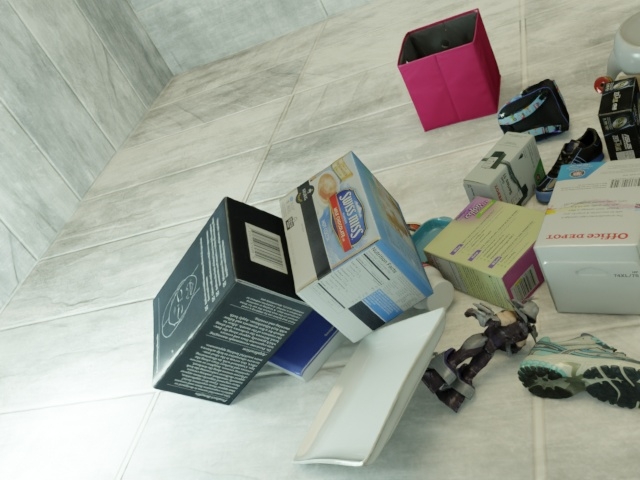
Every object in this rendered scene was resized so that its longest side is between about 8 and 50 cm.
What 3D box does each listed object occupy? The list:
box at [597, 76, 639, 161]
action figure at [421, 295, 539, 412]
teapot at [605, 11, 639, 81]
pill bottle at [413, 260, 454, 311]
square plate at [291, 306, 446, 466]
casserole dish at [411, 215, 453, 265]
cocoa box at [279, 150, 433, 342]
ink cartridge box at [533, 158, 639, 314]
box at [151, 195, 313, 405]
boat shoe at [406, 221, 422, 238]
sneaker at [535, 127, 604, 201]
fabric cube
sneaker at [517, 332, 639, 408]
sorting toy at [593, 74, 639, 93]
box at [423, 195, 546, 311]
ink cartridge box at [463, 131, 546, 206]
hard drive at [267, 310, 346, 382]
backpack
[{"bbox_3d":[0.751,-0.283,1.716,0.078,0.180,0.147,-6,39,34],"label":"box"},{"bbox_3d":[0.328,0.206,1.394,0.285,0.185,0.099,-41,34,2],"label":"action figure"},{"bbox_3d":[0.923,-0.497,1.868,0.252,0.187,0.256,-35,40,-10],"label":"teapot"},{"bbox_3d":[0.231,0.103,1.665,0.108,0.108,0.180,-40,34,-15],"label":"pill bottle"},{"bbox_3d":[0.102,0.310,1.405,0.347,0.049,0.344,-56,10,-27],"label":"square plate"},{"bbox_3d":[0.283,0.010,1.815,0.188,0.037,0.114,-46,36,-22],"label":"casserole dish"},{"bbox_3d":[0.076,0.008,1.619,0.228,0.231,0.347,-34,37,17],"label":"cocoa box"},{"bbox_3d":[0.592,-0.009,1.450,0.198,0.197,0.270,-1,42,36],"label":"ink cartridge box"},{"bbox_3d":[-0.225,0.152,1.669,0.395,0.212,0.293,-50,34,28],"label":"box"},{"bbox_3d":[0.211,-0.023,1.906,0.137,0.049,0.043,-1,59,26],"label":"boat shoe"},{"bbox_3d":[0.628,-0.196,1.775,0.232,0.090,0.081,-40,34,-15],"label":"sneaker"},{"bbox_3d":[0.425,-0.553,2.267,0.259,0.258,0.254,-12,38,26],"label":"fabric cube"},{"bbox_3d":[0.513,0.223,1.283,0.283,0.110,0.122,0,40,38],"label":"sneaker"},{"bbox_3d":[0.838,-0.361,1.796,0.046,0.132,0.274,-14,16,-43],"label":"sorting toy"},{"bbox_3d":[0.408,0.025,1.624,0.213,0.117,0.243,-43,36,-19],"label":"box"},{"bbox_3d":[0.475,-0.155,1.785,0.208,0.153,0.087,-46,37,-21],"label":"ink cartridge box"},{"bbox_3d":[-0.080,0.231,1.793,0.319,0.040,0.210,14,52,47],"label":"hard drive"},{"bbox_3d":[0.599,-0.356,1.970,0.173,0.158,0.117,-23,23,33],"label":"backpack"}]
